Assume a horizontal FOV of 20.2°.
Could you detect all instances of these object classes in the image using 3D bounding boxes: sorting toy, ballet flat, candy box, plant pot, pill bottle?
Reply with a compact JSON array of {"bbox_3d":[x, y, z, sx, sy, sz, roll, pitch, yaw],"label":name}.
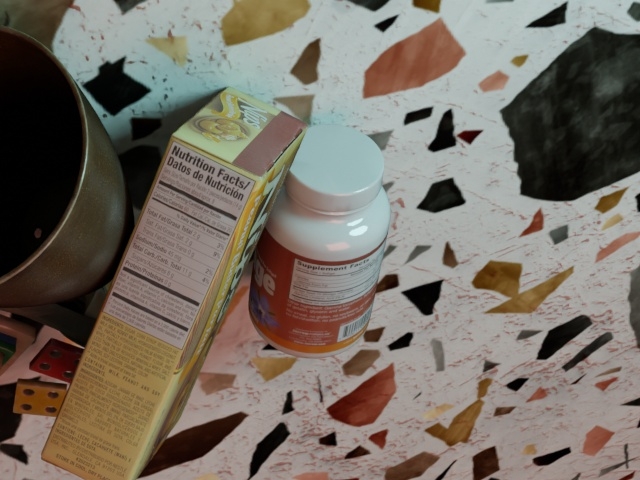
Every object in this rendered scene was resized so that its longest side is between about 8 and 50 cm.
[{"bbox_3d":[-0.334,0.109,1.587,0.274,0.046,0.132,24,134,-27],"label":"sorting toy"},{"bbox_3d":[-0.233,0.047,1.618,0.068,0.072,0.213,-44,140,17],"label":"ballet flat"},{"bbox_3d":[-0.123,0.041,1.534,0.087,0.183,0.316,25,110,3],"label":"candy box"},{"bbox_3d":[-0.241,-0.033,1.435,0.215,0.215,0.230,-33,159,6],"label":"plant pot"},{"bbox_3d":[0.000,0.000,1.674,0.121,0.121,0.216,-13,140,-20],"label":"pill bottle"}]
